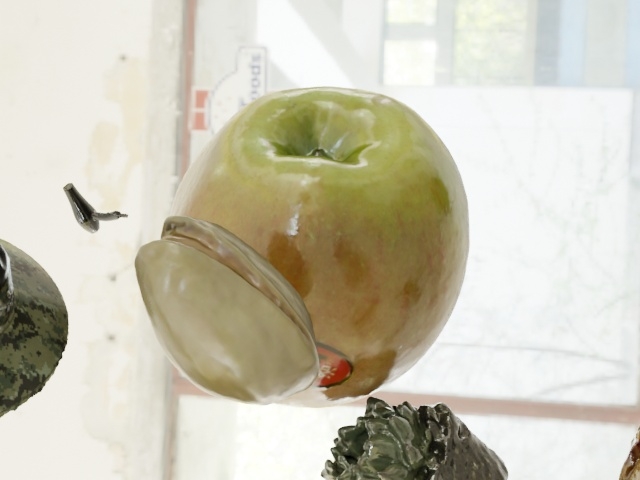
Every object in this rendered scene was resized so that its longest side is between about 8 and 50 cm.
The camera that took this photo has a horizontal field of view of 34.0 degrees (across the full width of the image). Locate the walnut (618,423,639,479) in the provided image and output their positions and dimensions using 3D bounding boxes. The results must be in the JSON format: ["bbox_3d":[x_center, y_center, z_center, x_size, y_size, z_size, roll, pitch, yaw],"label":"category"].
[{"bbox_3d":[0.258,0.167,0.679,0.137,0.137,0.245,-70,-14,-59],"label":"walnut"}]

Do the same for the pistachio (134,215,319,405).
[{"bbox_3d":[-0.077,0.060,0.874,0.185,0.124,0.124,50,-152,-20],"label":"pistachio"}]

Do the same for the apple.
[{"bbox_3d":[0.000,0.000,1.127,0.338,0.338,0.305,-73,1,-55],"label":"apple"}]

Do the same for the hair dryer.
[{"bbox_3d":[-0.292,-0.043,1.380,0.031,0.083,0.079,-68,-32,-42],"label":"hair dryer"}]

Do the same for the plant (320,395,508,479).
[{"bbox_3d":[0.097,0.239,1.100,0.129,0.194,0.132,-25,40,51],"label":"plant"}]

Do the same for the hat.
[{"bbox_3d":[-0.361,0.043,0.977,0.128,0.265,0.265,115,171,-45],"label":"hat"}]
